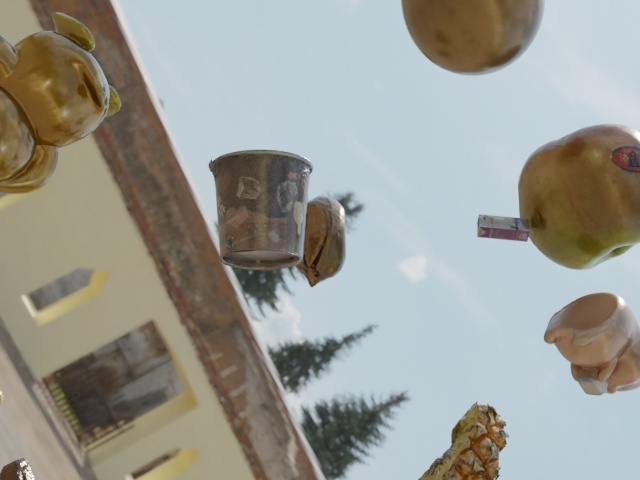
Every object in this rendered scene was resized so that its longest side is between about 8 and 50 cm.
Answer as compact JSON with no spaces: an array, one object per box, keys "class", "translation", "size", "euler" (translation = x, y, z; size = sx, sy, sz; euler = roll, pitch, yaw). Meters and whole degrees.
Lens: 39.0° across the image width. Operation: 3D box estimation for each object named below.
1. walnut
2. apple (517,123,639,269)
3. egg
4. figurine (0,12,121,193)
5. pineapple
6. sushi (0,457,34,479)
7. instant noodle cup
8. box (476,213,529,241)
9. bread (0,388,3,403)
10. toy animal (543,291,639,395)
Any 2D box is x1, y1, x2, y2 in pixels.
[{"class":"walnut","translation":[0.000,0.000,2.111],"size":[0.137,0.137,0.245],"euler":[96,-3,-64]},{"class":"apple","translation":[0.636,-0.097,2.104],"size":[0.338,0.338,0.305],"euler":[117,-37,-72]},{"class":"egg","translation":[0.322,-0.528,1.927],"size":[0.301,0.301,0.374],"euler":[93,-3,-62]},{"class":"figurine","translation":[-0.384,-0.180,1.192],"size":[0.215,0.228,0.215],"euler":[60,-11,20]},{"class":"pineapple","translation":[0.220,0.366,1.429],"size":[0.079,0.233,0.135],"euler":[32,1,-12]},{"class":"sushi","translation":[-0.540,0.443,1.598],"size":[0.052,0.055,0.120],"euler":[42,23,-61]},{"class":"instant noodle cup","translation":[-0.121,-0.057,1.842],"size":[0.217,0.217,0.207],"euler":[126,-35,-73]},{"class":"box","translation":[0.416,-0.028,2.063],"size":[0.050,0.117,0.036],"euler":[-83,177,-51]},{"class":"bread","translation":[-0.711,0.337,1.875],"size":[0.083,0.110,0.044],"euler":[35,14,-3]},{"class":"toy animal","translation":[0.632,0.238,1.982],"size":[0.195,0.213,0.256],"euler":[-1,-50,49]}]
